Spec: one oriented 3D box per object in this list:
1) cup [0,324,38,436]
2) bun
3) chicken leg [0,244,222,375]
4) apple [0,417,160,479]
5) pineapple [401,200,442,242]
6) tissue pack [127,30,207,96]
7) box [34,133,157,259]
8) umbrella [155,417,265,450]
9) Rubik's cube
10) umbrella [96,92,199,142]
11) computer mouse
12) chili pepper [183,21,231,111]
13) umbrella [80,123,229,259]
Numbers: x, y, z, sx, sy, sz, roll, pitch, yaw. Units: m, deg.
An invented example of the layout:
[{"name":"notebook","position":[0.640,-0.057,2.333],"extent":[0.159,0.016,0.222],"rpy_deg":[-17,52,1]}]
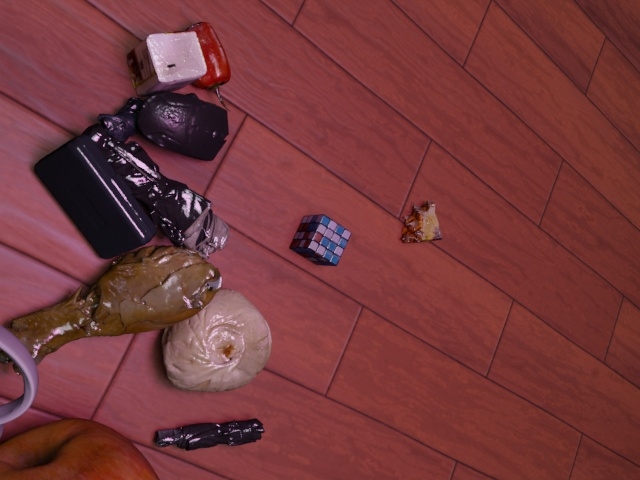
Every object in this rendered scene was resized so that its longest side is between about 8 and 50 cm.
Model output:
[{"name":"cup","position":[-0.618,0.195,0.960],"extent":[0.323,0.236,0.326],"rpy_deg":[-15,118,-10]},{"name":"bun","position":[-0.206,0.224,1.342],"extent":[0.244,0.153,0.243],"rpy_deg":[-3,96,-33]},{"name":"chicken leg","position":[-0.400,0.130,1.212],"extent":[0.430,0.201,0.152],"rpy_deg":[-23,146,-20]},{"name":"apple","position":[-0.438,0.496,1.059],"extent":[0.392,0.392,0.346],"rpy_deg":[-23,103,-30]},{"name":"pineapple","position":[0.280,-0.038,1.694],"extent":[0.116,0.069,0.137],"rpy_deg":[40,68,-25]},{"name":"tissue pack","position":[-0.311,-0.355,1.278],"extent":[0.106,0.149,0.099],"rpy_deg":[-21,101,-31]},{"name":"box","position":[-0.426,-0.076,1.204],"extent":[0.230,0.160,0.050],"rpy_deg":[58,40,-18]},{"name":"umbrella","position":[-0.238,0.421,1.373],"extent":[0.236,0.059,0.066],"rpy_deg":[2,131,-29]},{"name":"Rubik's cube","position":[0.000,0.000,1.503],"extent":[0.092,0.092,0.092],"rpy_deg":[33,73,-27]},{"name":"umbrella","position":[-0.351,-0.262,1.306],"extent":[0.224,0.080,0.071],"rpy_deg":[-29,70,-33]},{"name":"computer mouse","position":[-0.271,-0.235,1.307],"extent":[0.217,0.074,0.121],"rpy_deg":[9,103,-55]},{"name":"chili pepper","position":[-0.236,-0.363,1.363],"extent":[0.084,0.086,0.192],"rpy_deg":[-29,96,-58]},{"name":"umbrella","position":[-0.325,-0.092,1.267],"extent":[0.113,0.106,0.357],"rpy_deg":[-53,123,-13]}]
